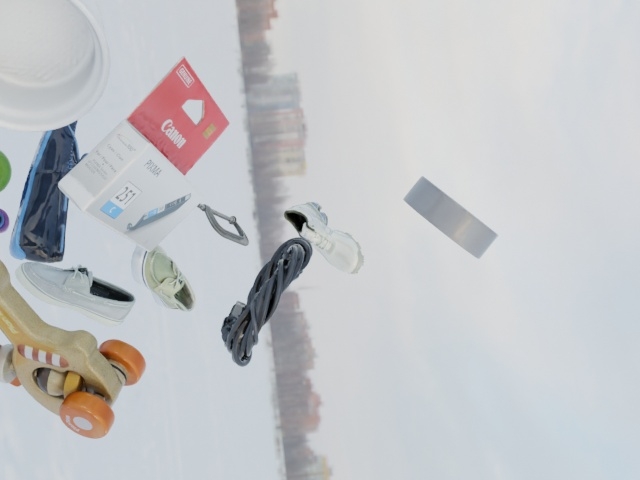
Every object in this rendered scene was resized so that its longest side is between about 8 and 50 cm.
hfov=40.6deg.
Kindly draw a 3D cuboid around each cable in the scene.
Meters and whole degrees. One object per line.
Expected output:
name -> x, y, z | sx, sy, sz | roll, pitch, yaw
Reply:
cable -> -0.058, 0.066, 0.976 | 0.150, 0.047, 0.184 | -51, -174, 8

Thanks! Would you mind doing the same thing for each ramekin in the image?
ramekin -> -0.491, -0.334, 1.448 | 0.135, 0.277, 0.277 | -103, -172, -52

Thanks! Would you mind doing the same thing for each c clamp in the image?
c clamp -> -0.229, -0.049, 2.021 | 0.160, 0.022, 0.137 | 30, 21, -50

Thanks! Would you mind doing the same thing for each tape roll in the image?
tape roll -> 0.292, -0.053, 1.942 | 0.072, 0.219, 0.219 | -53, -168, 7

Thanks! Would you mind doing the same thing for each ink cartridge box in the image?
ink cartridge box -> -0.244, -0.121, 1.358 | 0.066, 0.261, 0.296 | 43, -3, 14

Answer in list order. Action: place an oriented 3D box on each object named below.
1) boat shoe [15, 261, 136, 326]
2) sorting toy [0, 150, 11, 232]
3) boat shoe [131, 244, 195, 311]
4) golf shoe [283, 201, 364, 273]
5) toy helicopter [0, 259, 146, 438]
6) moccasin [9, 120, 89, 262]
boat shoe -> -0.444, 0.082, 1.595 | 0.081, 0.227, 0.079 | -46, -143, 19
sorting toy -> -0.795, -0.196, 2.020 | 0.126, 0.127, 0.366 | 162, -84, -71
boat shoe -> -0.382, 0.089, 2.151 | 0.302, 0.094, 0.109 | 72, 35, -63
golf shoe -> 0.000, 0.000, 1.542 | 0.176, 0.086, 0.069 | 43, -63, 29
toy helicopter -> -0.452, 0.151, 1.327 | 0.355, 0.235, 0.140 | 62, 35, -32
moccasin -> -0.533, -0.111, 1.751 | 0.137, 0.117, 0.342 | -24, -128, 61
